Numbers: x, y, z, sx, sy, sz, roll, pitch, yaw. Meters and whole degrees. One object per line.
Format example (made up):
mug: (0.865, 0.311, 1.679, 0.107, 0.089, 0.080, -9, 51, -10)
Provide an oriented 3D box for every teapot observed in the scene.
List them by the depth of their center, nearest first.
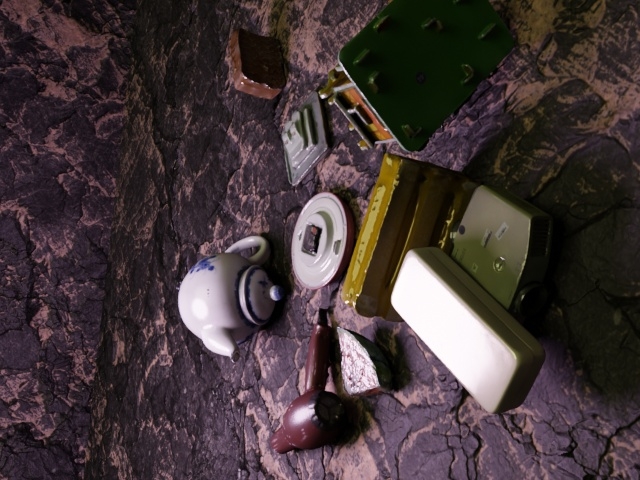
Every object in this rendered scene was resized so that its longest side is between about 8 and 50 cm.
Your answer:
teapot: (0.286, -0.015, 1.484, 0.057, 0.066, 0.088, 5, 62, 39)
teapot: (-0.224, 0.152, 2.094, 0.280, 0.252, 0.424, -9, 44, 23)

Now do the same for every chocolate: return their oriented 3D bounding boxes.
chocolate: (-0.189, -0.509, 2.293, 0.093, 0.148, 0.214, -46, 43, 50)

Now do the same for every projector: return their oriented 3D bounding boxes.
projector: (0.312, 0.057, 1.373, 0.193, 0.088, 0.270, 43, 124, 48)

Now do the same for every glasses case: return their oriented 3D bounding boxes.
glasses case: (0.242, 0.144, 1.337, 0.313, 0.070, 0.131, 49, 132, 44)

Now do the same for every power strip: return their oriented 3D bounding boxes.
power strip: (-0.058, -0.279, 2.092, 0.198, 0.064, 0.213, -47, 46, 44)

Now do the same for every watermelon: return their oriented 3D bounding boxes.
watermelon: (0.092, 0.275, 1.700, 0.187, 0.071, 0.139, 53, 132, 40)

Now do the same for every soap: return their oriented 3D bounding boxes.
soap: (0.171, 0.001, 1.529, 0.091, 0.199, 0.315, 40, 117, 60)

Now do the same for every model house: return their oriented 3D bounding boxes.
model house: (0.146, -0.361, 1.546, 0.358, 0.242, 0.313, -48, 23, -15)

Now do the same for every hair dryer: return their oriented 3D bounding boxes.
hair dryer: (-0.027, 0.330, 1.866, 0.312, 0.123, 0.341, 135, 146, -58)

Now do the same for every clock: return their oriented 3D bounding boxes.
clock: (-0.001, 0.000, 1.931, 0.244, 0.056, 0.244, -24, 61, 54)

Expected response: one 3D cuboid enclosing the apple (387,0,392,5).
apple: (0.210, -0.499, 1.685, 0.102, 0.126, 0.126, 87, -172, -81)
